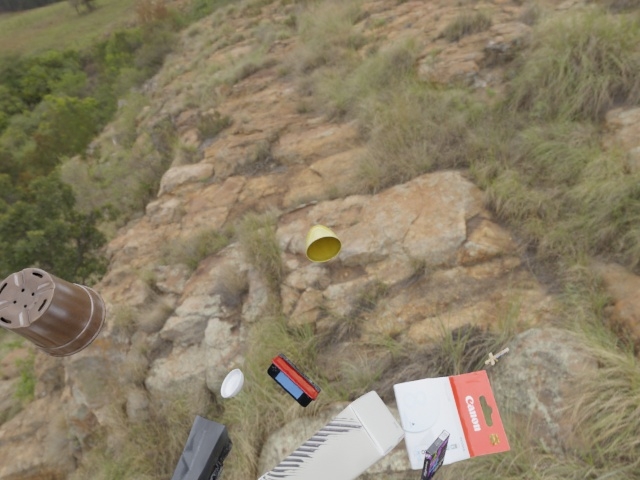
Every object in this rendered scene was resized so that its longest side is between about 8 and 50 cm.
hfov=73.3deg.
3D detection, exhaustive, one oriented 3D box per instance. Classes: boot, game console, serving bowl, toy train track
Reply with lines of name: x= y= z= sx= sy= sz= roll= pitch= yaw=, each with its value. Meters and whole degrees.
boot: x=-0.368 y=0.729 z=1.098 sx=0.146 sy=0.367 sz=0.446 roll=20 pitch=45 yaw=-5
game console: x=-0.079 y=0.368 z=1.097 sx=0.144 sy=0.124 sz=0.085 roll=41 pitch=31 yaw=10
serving bowl: x=-0.246 y=0.412 z=1.228 sx=0.083 sy=0.027 sz=0.083 roll=-34 pitch=33 yaw=26
toy train track: x=0.530 y=0.349 z=1.286 sx=0.083 sy=0.014 sz=0.048 roll=-46 pitch=14 yaw=28

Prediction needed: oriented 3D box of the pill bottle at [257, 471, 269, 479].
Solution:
pill bottle: x=-0.185 y=1.000 z=1.648 sx=0.103 sy=0.103 sz=0.184 roll=-32 pitch=74 yaw=-30

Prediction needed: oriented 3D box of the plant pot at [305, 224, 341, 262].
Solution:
plant pot: x=0.000 y=0.000 z=1.567 sx=0.134 sy=0.134 sz=0.095 roll=-15 pitch=48 yaw=-7

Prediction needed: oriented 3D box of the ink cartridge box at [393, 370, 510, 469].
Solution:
ink cartridge box: x=0.507 y=0.694 z=1.684 sx=0.384 sy=0.091 sz=0.309 roll=-13 pitch=66 yaw=6

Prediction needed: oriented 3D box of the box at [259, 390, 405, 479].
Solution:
box: x=0.009 y=0.389 z=0.753 sx=0.094 sy=0.275 sz=0.113 roll=51 pitch=19 yaw=23

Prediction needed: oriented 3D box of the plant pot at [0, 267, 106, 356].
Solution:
plant pot: x=-0.575 y=0.147 z=0.907 sx=0.166 sy=0.165 sz=0.167 roll=-1 pitch=64 yaw=2

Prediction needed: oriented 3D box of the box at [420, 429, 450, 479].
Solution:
box: x=0.393 y=0.743 z=1.472 sx=0.029 sy=0.162 sz=0.116 roll=27 pitch=38 yaw=37
